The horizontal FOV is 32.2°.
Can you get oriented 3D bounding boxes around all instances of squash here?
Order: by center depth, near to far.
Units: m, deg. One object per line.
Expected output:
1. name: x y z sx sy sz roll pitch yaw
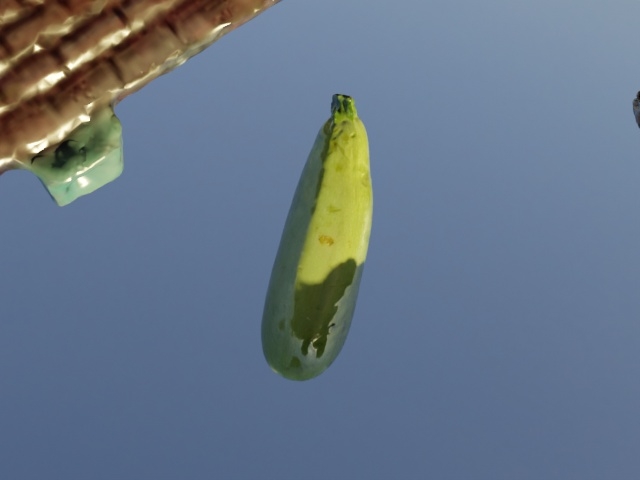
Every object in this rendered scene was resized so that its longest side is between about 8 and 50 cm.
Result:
1. squash: 0.006 0.001 1.395 0.118 0.370 0.118 12 -170 -2

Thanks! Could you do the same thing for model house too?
1. model house: -0.115 -0.165 0.571 0.280 0.230 0.248 -34 -97 -11

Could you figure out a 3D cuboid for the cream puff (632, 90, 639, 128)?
1. cream puff: 0.519 -0.146 1.442 0.169 0.183 0.183 59 -153 -14
